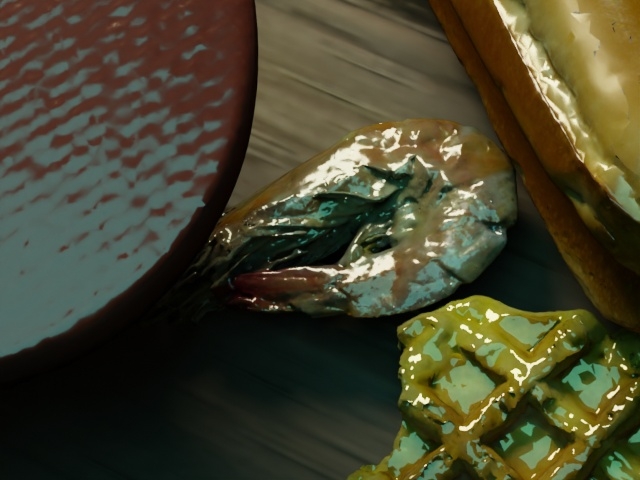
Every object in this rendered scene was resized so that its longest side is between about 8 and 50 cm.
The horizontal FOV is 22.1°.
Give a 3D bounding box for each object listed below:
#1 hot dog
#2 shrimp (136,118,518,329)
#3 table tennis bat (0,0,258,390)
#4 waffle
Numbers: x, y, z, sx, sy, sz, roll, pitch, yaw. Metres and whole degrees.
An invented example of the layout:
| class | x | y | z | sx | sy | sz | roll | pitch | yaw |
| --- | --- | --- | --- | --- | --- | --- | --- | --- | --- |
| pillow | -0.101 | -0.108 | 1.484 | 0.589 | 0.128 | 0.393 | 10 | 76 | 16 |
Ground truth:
| class | x | y | z | sx | sy | sz | roll | pitch | yaw |
| --- | --- | --- | --- | --- | --- | --- | --- | --- | --- |
| hot dog | 0.104 | -0.114 | 0.727 | 0.100 | 0.135 | 0.337 | -24 | 58 | 2 |
| shrimp | 0.000 | 0.000 | 0.752 | 0.190 | 0.042 | 0.101 | -21 | 54 | 4 |
| table tennis bat | -0.193 | -0.126 | 0.642 | 0.268 | 0.051 | 0.415 | -33 | 74 | -10 |
| waffle | 0.080 | 0.148 | 0.686 | 0.291 | 0.051 | 0.291 | -3 | 69 | 8 |
